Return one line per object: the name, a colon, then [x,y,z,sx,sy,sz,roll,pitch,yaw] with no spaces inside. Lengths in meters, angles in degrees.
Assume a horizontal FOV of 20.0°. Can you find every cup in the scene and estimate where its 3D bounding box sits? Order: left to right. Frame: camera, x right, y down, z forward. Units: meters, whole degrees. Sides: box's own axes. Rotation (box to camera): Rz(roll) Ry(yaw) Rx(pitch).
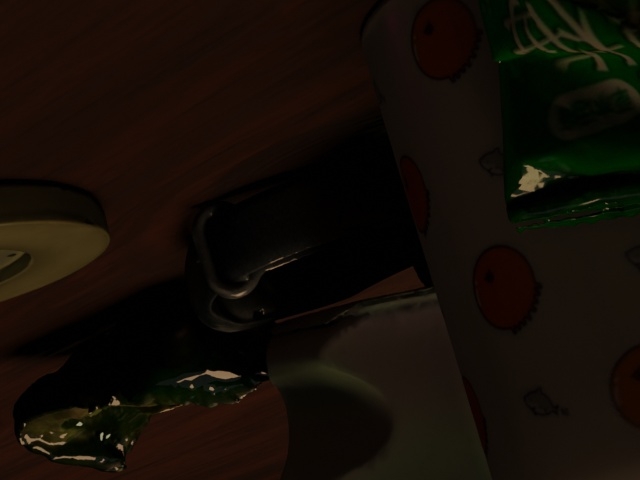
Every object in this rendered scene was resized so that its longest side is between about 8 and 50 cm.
cup: [0.161,0.011,0.948,0.212,0.317,0.212,-14,166,-3]

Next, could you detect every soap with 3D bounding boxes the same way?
soap: [0.107,0.108,1.266,0.261,0.156,0.446,-7,176,-17]

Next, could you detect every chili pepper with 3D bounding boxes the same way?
chili pepper: [-0.138,0.102,1.489,0.148,0.116,0.264,15,149,-43]

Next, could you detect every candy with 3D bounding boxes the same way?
candy: [0.126,-0.099,0.800,0.141,0.203,0.078,-5,-153,39]

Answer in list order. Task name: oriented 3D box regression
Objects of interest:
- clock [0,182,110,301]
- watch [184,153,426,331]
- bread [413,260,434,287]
clock: [-0.250,0.014,1.147,0.235,0.029,0.235,-15,169,-3]
watch: [0.000,0.000,1.280,0.206,0.068,0.193,-11,163,-30]
bread: [0.099,0.014,1.456,0.043,0.062,0.109,-14,170,-7]
